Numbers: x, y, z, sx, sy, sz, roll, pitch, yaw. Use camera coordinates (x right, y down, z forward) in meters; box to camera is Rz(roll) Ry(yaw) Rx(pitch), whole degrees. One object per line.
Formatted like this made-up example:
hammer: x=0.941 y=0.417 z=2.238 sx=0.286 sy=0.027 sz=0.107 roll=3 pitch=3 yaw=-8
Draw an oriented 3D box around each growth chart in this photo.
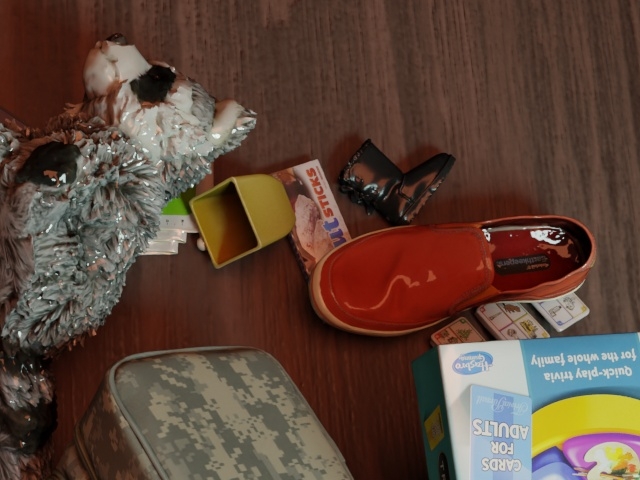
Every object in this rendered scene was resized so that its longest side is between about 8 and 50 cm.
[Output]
growth chart: x=-0.225 y=-0.055 z=1.332 sx=0.237 sy=0.021 sz=0.172 roll=-5 pitch=73 yaw=-16

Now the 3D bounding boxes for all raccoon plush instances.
raccoon plush: x=-0.230 y=0.021 z=1.236 sx=0.216 sy=0.446 sz=0.299 roll=27 pitch=27 yaw=36

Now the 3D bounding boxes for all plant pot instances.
plant pot: x=-0.075 y=-0.027 z=1.324 sx=0.083 sy=0.081 sz=0.081 roll=-19 pitch=86 yaw=-47

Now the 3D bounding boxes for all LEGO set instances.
LEGO set: x=0.262 y=0.161 z=1.356 sx=0.182 sy=0.060 sz=0.244 roll=-29 pitch=61 yaw=-25

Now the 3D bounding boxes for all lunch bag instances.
lunch bag: x=-0.107 y=0.283 z=1.095 sx=0.213 sy=0.256 sz=0.305 roll=-4 pitch=46 yaw=-43

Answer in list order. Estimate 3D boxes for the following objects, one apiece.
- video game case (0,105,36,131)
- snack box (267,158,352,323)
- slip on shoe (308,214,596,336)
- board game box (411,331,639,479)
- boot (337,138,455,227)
video game case: x=-0.390 y=-0.022 z=1.254 sx=0.196 sy=0.026 sz=0.274 roll=34 pitch=67 yaw=-1
snack box: x=0.000 y=0.000 z=1.367 sx=0.064 sy=0.022 sz=0.178 roll=-19 pitch=78 yaw=-20
slip on shoe: x=0.148 y=0.027 z=1.332 sx=0.331 sy=0.101 sz=0.123 roll=-7 pitch=72 yaw=-14
board game box: x=0.227 y=0.248 z=1.012 sx=0.254 sy=0.079 sz=0.336 roll=-3 pitch=73 yaw=-14
boot: x=0.085 y=-0.078 z=1.401 sx=0.099 sy=0.045 sz=0.121 roll=39 pitch=72 yaw=0
